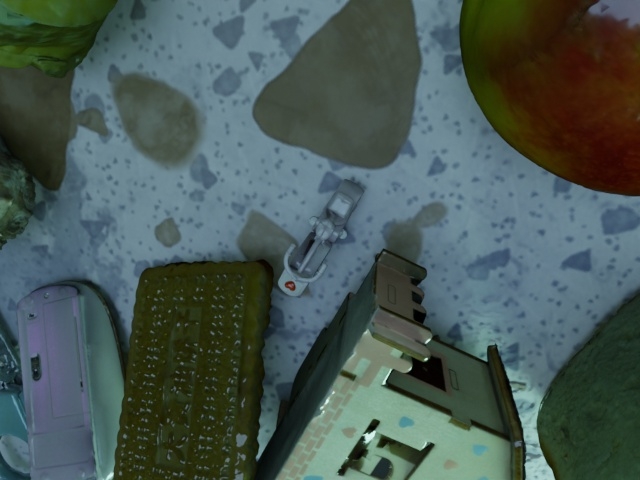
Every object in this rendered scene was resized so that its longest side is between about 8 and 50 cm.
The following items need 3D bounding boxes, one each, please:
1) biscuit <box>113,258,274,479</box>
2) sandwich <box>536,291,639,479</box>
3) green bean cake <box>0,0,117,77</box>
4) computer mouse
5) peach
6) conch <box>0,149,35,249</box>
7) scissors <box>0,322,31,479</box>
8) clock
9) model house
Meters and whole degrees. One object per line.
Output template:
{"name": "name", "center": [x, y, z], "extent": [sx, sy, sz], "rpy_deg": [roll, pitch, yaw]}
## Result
{"name": "biscuit", "center": [-0.134, 0.142, 0.518], "extent": [0.172, 0.029, 0.255], "rpy_deg": [-5, 73, 27]}
{"name": "sandwich", "center": [0.268, 0.149, 0.392], "extent": [0.087, 0.251, 0.226], "rpy_deg": [30, 110, 5]}
{"name": "green bean cake", "center": [-0.256, -0.269, 0.363], "extent": [0.202, 0.310, 0.285], "rpy_deg": [31, 111, 5]}
{"name": "computer mouse", "center": [-0.294, 0.170, 0.596], "extent": [0.126, 0.056, 0.245], "rpy_deg": [-15, 80, 13]}
{"name": "peach", "center": [0.215, -0.147, 0.345], "extent": [0.231, 0.231, 0.231], "rpy_deg": [3, 105, 11]}
{"name": "conch", "center": [-0.401, -0.059, 0.536], "extent": [0.178, 0.163, 0.245], "rpy_deg": [-21, 69, 1]}
{"name": "scissors", "center": [-0.396, 0.170, 0.657], "extent": [0.191, 0.029, 0.360], "rpy_deg": [-19, 96, 11]}
{"name": "clock", "center": [0.000, 0.000, 0.499], "extent": [0.041, 0.087, 0.129], "rpy_deg": [32, 101, 2]}
{"name": "model house", "center": [0.086, 0.198, 0.498], "extent": [0.244, 0.169, 0.326], "rpy_deg": [25, 113, -3]}
